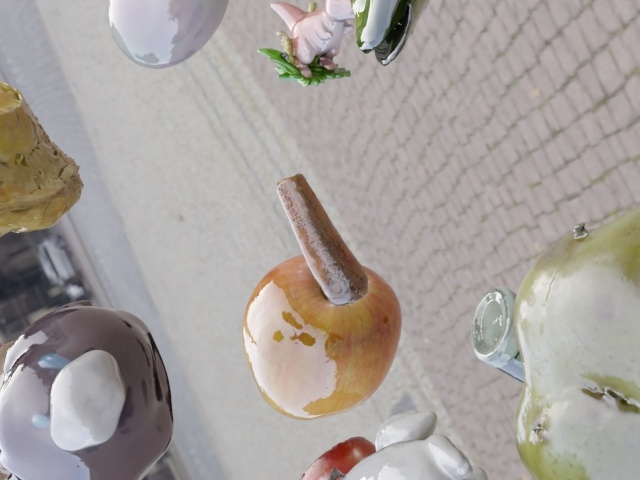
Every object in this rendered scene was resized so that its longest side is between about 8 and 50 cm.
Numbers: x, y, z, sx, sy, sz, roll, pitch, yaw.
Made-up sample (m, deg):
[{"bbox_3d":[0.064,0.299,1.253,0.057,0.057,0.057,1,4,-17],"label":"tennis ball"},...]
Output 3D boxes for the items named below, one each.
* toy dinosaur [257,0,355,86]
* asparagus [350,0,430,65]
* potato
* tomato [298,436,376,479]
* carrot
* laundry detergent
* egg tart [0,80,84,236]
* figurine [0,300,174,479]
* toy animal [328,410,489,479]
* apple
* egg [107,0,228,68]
[{"bbox_3d":[-0.015,-0.355,1.845,0.194,0.152,0.177,36,131,43],"label":"toy dinosaur"},{"bbox_3d":[0.067,-0.253,0.590,0.108,0.382,0.128,-15,127,46],"label":"asparagus"},{"bbox_3d":[0.266,0.133,0.905,0.202,0.218,0.351,-49,-39,-61],"label":"potato"},{"bbox_3d":[0.067,0.433,1.762,0.233,0.200,0.139,29,-167,-46],"label":"tomato"},{"bbox_3d":[0.000,0.000,1.253,0.161,0.055,0.055,60,167,-5],"label":"carrot"},{"bbox_3d":[0.266,0.136,1.187,0.226,0.070,0.099,29,-151,-21],"label":"laundry detergent"},{"bbox_3d":[-0.422,-0.109,1.209,0.341,0.341,0.129,47,129,52],"label":"egg tart"},{"bbox_3d":[-0.321,0.154,1.146,0.365,0.218,0.206,8,120,21],"label":"figurine"},{"bbox_3d":[0.092,0.320,0.930,0.208,0.154,0.325,-37,-61,-71],"label":"toy animal"},{"bbox_3d":[0.001,0.153,1.721,0.242,0.242,0.241,55,144,37],"label":"apple"},{"bbox_3d":[-0.134,-0.217,0.972,0.103,0.135,0.103,25,-169,-5],"label":"egg"}]
